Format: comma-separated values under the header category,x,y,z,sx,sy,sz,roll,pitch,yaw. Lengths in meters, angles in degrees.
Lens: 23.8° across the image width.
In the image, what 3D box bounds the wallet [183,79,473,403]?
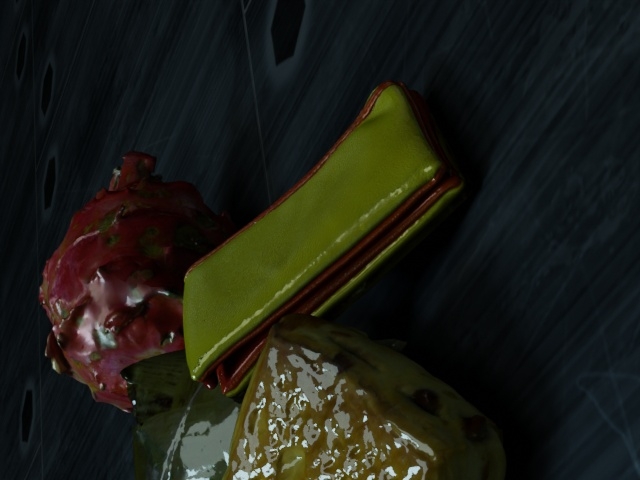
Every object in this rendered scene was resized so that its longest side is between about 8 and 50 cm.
category,x,y,z,sx,sy,sz,roll,pitch,yaw
wallet,0.000,0.000,1.112,0.241,0.067,0.141,-42,32,17

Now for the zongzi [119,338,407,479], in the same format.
category,x,y,z,sx,sy,sz,roll,pitch,yaw
zongzi,-0.030,0.212,1.172,0.300,0.145,0.274,-8,84,51

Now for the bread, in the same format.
category,x,y,z,sx,sy,sz,roll,pitch,yaw
bread,0.022,0.186,1.015,0.210,0.099,0.235,31,109,46

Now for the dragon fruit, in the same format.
category,x,y,z,sx,sy,sz,roll,pitch,yaw
dragon fruit,-0.168,0.037,1.478,0.205,0.210,0.268,-25,53,19
